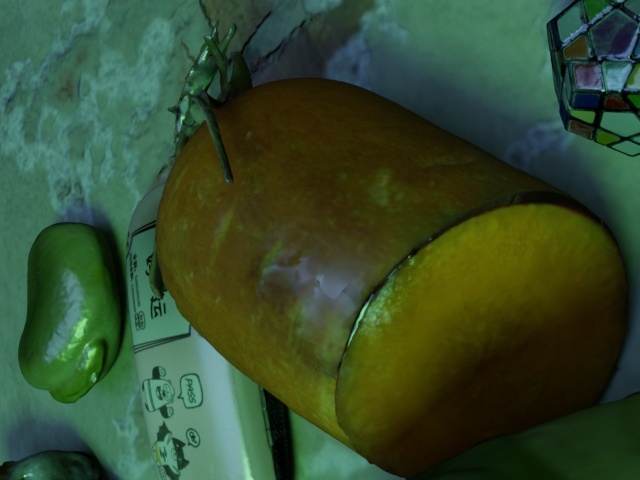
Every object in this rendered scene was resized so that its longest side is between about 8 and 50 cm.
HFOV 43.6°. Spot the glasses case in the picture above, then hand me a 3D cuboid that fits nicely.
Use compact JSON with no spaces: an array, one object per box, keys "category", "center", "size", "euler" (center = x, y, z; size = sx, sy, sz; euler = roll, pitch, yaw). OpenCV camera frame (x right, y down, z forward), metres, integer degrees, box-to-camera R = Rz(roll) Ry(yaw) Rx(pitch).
[{"category":"glasses case","center":[-0.097,0.102,0.665],"size":[0.122,0.075,0.314],"euler":[-17,79,35]}]

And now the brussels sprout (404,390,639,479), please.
[{"category":"brussels sprout","center":[0.140,0.223,0.323],"size":[0.371,0.276,0.314],"euler":[178,90,-66]}]

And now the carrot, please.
[{"category":"carrot","center":[0.000,0.000,0.505],"size":[0.331,0.214,0.193],"euler":[37,110,37]}]

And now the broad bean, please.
[{"category":"broad bean","center":[-0.247,0.069,0.784],"size":[0.124,0.082,0.174],"euler":[3,93,41]}]

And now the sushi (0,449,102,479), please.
[{"category":"sushi","center":[-0.229,0.299,0.749],"size":[0.332,0.130,0.124],"euler":[34,115,40]}]

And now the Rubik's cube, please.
[{"category":"Rubik's cube","center":[0.175,-0.101,0.434],"size":[0.111,0.111,0.093],"euler":[12,70,39]}]
